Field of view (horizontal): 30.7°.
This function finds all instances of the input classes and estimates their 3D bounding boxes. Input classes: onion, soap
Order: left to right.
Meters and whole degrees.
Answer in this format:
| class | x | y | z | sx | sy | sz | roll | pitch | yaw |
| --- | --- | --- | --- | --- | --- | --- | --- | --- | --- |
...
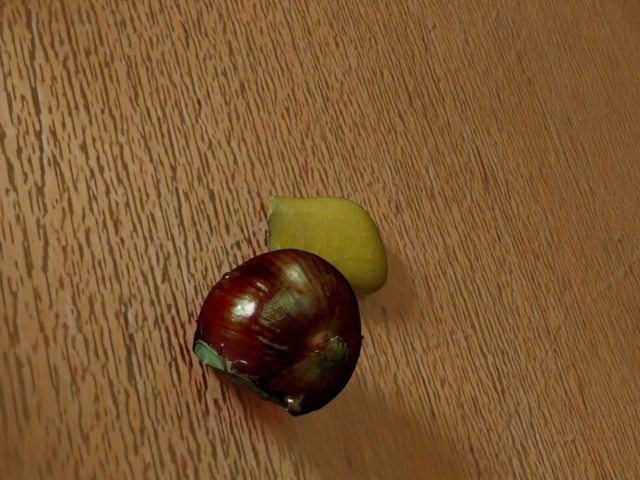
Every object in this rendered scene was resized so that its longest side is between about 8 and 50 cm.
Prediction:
| class | x | y | z | sx | sy | sz | roll | pitch | yaw |
| --- | --- | --- | --- | --- | --- | --- | --- | --- | --- |
| onion | -0.023 | 0.060 | 0.801 | 0.117 | 0.118 | 0.119 | 48 | 31 | -49 |
| soap | 0.000 | 0.000 | 0.953 | 0.168 | 0.033 | 0.089 | 9 | 56 | -50 |
